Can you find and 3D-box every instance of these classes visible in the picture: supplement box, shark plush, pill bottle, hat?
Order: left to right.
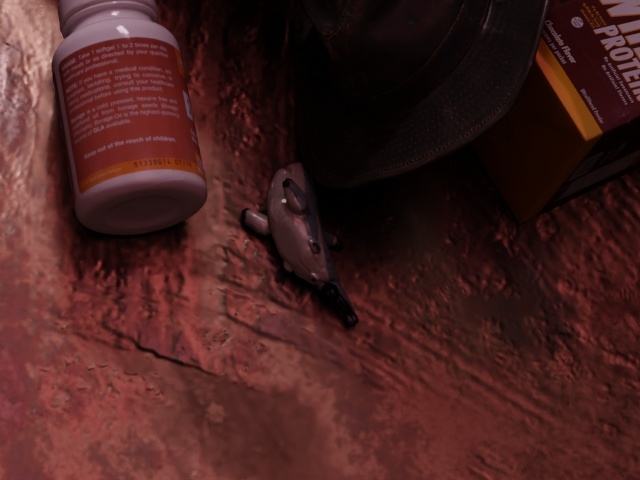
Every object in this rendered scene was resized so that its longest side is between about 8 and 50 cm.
[{"bbox_3d":[-0.178,-0.124,1.660,0.121,0.121,0.216,-6,70,-15],"label":"pill bottle"},{"bbox_3d":[0.000,0.000,1.688,0.067,0.073,0.161,-16,64,-50],"label":"shark plush"},{"bbox_3d":[0.060,-0.215,1.651,0.134,0.331,0.331,40,58,-37],"label":"hat"},{"bbox_3d":[0.263,-0.141,1.727,0.194,0.191,0.129,-25,75,-22],"label":"supplement box"}]
